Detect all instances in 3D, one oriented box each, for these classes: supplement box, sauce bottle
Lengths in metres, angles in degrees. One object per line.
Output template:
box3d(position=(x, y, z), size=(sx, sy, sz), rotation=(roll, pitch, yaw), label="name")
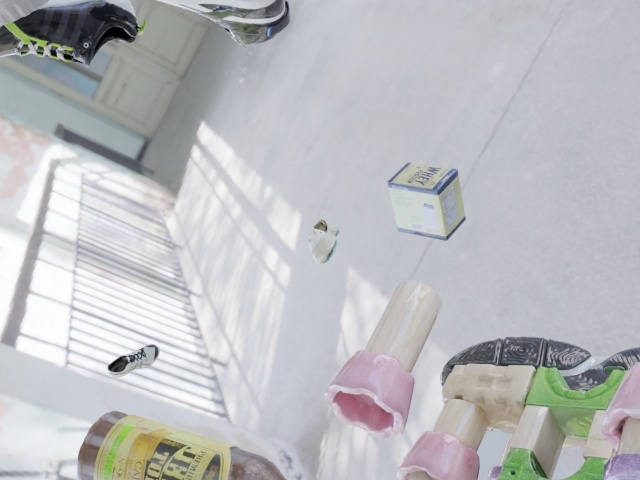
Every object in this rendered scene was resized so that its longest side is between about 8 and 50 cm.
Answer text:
box3d(position=(0.147, -0.055, 1.027), size=(0.083, 0.083, 0.056), rotation=(13, 42, 37), label="supplement box")
box3d(position=(-0.128, 0.294, 0.887), size=(0.344, 0.111, 0.112), rotation=(8, 69, 23), label="sauce bottle")

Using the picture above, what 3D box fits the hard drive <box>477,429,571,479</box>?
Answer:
box3d(position=(0.380, 0.454, 1.481), size=(0.203, 0.308, 0.040), rotation=(-33, 3, -23), label="hard drive")

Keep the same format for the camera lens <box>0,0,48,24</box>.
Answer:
box3d(position=(-0.402, -0.390, 0.771), size=(0.274, 0.219, 0.220), rotation=(74, -153, -61), label="camera lens")

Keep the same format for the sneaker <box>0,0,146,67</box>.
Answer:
box3d(position=(-0.353, -0.284, 1.025), size=(0.234, 0.097, 0.084), rotation=(-27, 2, -23), label="sneaker")

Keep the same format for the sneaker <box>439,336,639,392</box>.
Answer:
box3d(position=(0.424, 0.306, 1.202), size=(0.447, 0.258, 0.169), rotation=(-1, 28, 22), label="sneaker")

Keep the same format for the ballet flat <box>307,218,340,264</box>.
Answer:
box3d(position=(0.000, 0.000, 1.315), size=(0.057, 0.052, 0.168), rotation=(-54, 4, 13), label="ballet flat")

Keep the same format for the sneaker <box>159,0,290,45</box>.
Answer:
box3d(position=(-0.146, -0.313, 0.988), size=(0.121, 0.216, 0.079), rotation=(65, -136, -67), label="sneaker")

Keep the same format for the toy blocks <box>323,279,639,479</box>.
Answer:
box3d(position=(0.171, 0.215, 0.533), size=(0.288, 0.309, 0.260), rotation=(-6, 41, 42), label="toy blocks")

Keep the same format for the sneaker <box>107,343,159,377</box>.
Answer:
box3d(position=(-0.283, 0.182, 1.122), size=(0.083, 0.032, 0.037), rotation=(-29, -17, -9), label="sneaker")
